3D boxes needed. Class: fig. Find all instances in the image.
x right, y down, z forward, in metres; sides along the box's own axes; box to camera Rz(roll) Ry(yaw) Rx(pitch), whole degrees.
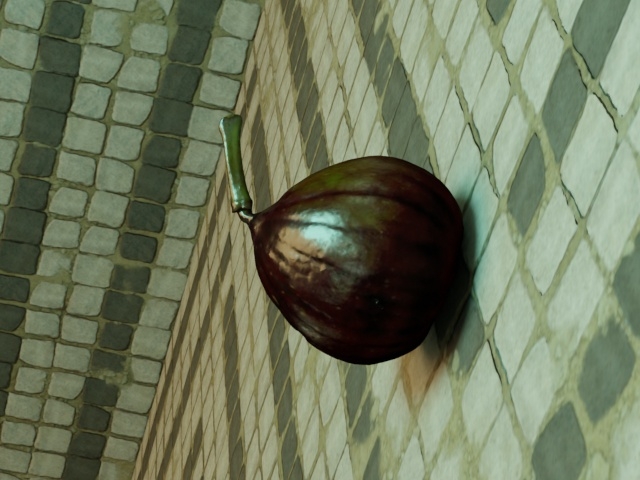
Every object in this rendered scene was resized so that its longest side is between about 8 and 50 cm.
[{"bbox_3d":[0.004,0.011,1.335,0.186,0.250,0.203,-83,7,-54],"label":"fig"}]
